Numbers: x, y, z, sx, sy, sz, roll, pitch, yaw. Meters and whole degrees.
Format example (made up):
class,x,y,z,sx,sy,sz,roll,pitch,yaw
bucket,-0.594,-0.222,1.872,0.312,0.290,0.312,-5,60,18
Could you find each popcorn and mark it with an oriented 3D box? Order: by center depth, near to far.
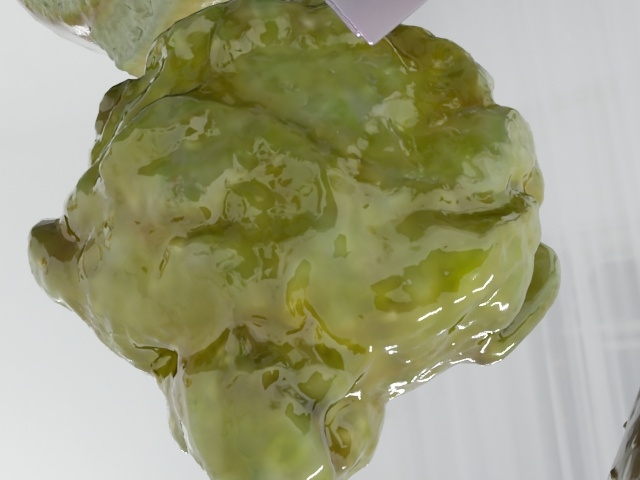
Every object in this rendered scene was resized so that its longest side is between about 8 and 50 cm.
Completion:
class,x,y,z,sx,sy,sz,roll,pitch,yaw
popcorn,-0.007,-0.009,0.962,0.334,0.293,0.292,-42,-147,-6

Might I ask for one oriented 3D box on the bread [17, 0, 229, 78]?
class,x,y,z,sx,sy,sz,roll,pitch,yaw
bread,-0.163,-0.298,1.360,0.239,0.264,0.395,-22,-131,-31

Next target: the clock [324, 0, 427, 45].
class,x,y,z,sx,sy,sz,roll,pitch,yaw
clock,-0.031,-0.197,0.656,0.063,0.197,0.150,-42,152,7

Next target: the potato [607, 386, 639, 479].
class,x,y,z,sx,sy,sz,roll,pitch,yaw
potato,0.207,0.100,0.636,0.141,0.191,0.296,38,-175,11
